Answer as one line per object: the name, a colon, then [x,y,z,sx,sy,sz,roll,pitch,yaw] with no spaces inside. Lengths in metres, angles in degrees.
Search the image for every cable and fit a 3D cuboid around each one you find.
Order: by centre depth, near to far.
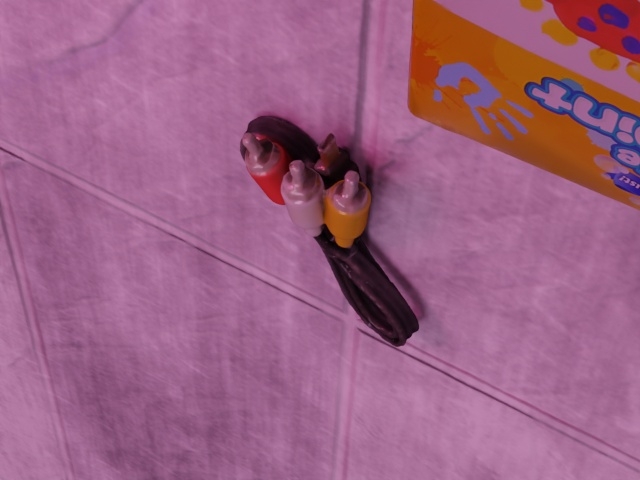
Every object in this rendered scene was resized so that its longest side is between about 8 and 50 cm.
cable: [0.000,0.000,1.468,0.139,0.072,0.287,26,153,27]

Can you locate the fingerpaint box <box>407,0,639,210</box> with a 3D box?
fingerpaint box: [0.276,-0.131,0.843,0.445,0.163,0.371,24,154,14]
